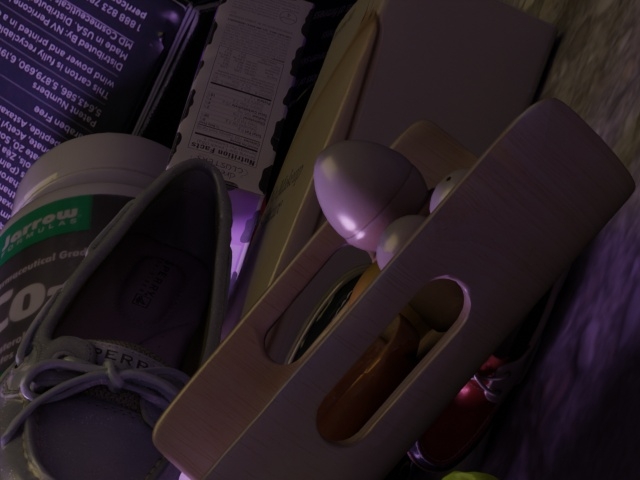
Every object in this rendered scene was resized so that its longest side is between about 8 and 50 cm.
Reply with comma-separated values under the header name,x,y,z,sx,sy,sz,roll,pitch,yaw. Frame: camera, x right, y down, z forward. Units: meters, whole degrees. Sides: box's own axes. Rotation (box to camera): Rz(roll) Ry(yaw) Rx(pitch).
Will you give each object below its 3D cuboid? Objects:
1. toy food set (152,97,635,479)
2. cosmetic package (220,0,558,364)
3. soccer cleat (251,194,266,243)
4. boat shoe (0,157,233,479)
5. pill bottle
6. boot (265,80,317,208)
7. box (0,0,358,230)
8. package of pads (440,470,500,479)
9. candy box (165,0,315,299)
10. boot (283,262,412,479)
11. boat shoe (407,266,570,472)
name,x,y,z,sx,sy,sz,roll,pitch,yaw
toy food set,0.005,0.031,0.803,0.220,0.092,0.306,-49,4,-2
cosmetic package,0.024,0.003,1.142,0.160,0.113,0.309,142,150,-71
soccer cleat,-0.062,0.027,1.643,0.095,0.083,0.248,-43,25,30
boat shoe,-0.111,0.062,1.059,0.320,0.118,0.103,-69,3,-61
pill bottle,-0.168,0.085,1.443,0.361,0.204,0.204,-95,30,-54
boot,0.000,0.000,1.322,0.207,0.094,0.246,-156,84,-84
box,-0.231,-0.116,1.851,0.472,0.297,0.480,-63,-13,20
package of pads,0.011,0.223,0.677,0.296,0.101,0.229,-49,20,60
candy box,-0.070,-0.057,1.320,0.165,0.070,0.196,112,173,-49
boot,0.017,0.135,0.941,0.178,0.085,0.236,-149,79,-78
boat shoe,0.081,0.050,0.899,0.137,0.049,0.043,-62,11,-3
